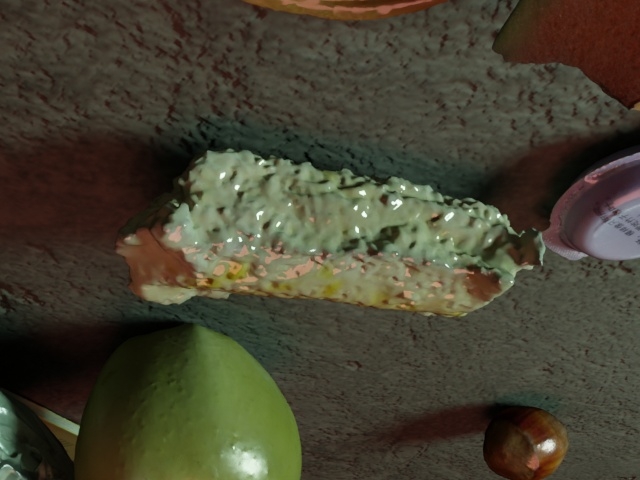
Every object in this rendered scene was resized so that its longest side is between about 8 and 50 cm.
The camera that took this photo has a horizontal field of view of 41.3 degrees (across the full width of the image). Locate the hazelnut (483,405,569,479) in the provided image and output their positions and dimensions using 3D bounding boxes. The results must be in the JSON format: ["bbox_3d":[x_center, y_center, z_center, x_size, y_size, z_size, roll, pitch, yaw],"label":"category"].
[{"bbox_3d":[0.207,0.201,0.855,0.086,0.086,0.086,0,145,0],"label":"hazelnut"}]

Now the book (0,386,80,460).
[{"bbox_3d":[-0.347,0.207,0.907,0.168,0.013,0.192,-17,142,23],"label":"book"}]

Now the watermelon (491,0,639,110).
[{"bbox_3d":[0.166,-0.127,0.375,0.101,0.080,0.155,-17,148,-32],"label":"watermelon"}]

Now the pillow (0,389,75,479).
[{"bbox_3d":[-0.349,0.168,0.708,0.283,0.138,0.310,-9,135,36],"label":"pillow"}]

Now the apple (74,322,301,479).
[{"bbox_3d":[-0.111,0.169,0.701,0.200,0.200,0.200,0,145,0],"label":"apple"}]

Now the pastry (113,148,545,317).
[{"bbox_3d":[0.000,0.003,0.553,0.258,0.089,0.121,8,148,-10],"label":"pastry"}]

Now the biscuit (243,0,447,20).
[{"bbox_3d":[0.050,-0.185,0.328,0.288,0.044,0.202,-18,141,26],"label":"biscuit"}]

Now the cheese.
[{"bbox_3d":[0.227,-0.035,0.539,0.105,0.042,0.191,28,135,-36],"label":"cheese"}]
